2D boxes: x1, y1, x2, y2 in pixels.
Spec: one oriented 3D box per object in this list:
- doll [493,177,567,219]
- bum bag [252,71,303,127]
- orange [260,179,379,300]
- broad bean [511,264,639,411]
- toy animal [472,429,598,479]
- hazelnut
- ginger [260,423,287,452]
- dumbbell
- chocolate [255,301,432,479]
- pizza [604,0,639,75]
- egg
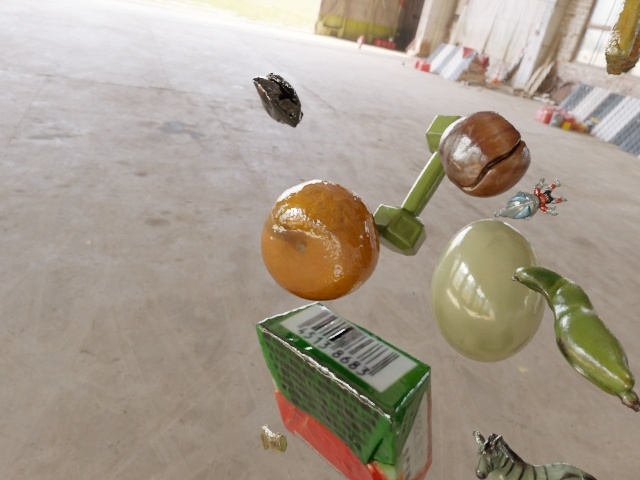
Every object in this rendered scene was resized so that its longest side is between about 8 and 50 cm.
[{"bbox_3d":[0.334,-0.057,0.787,0.114,0.057,0.039,-24,11,32],"label":"doll"},{"bbox_3d":[-0.038,-0.133,0.467,0.058,0.034,0.124,50,7,-10],"label":"bum bag"},{"bbox_3d":[0.000,0.000,0.929,0.240,0.240,0.171,21,29,16],"label":"orange"},{"bbox_3d":[0.295,0.099,0.559,0.070,0.048,0.213,-6,36,-9],"label":"broad bean"},{"bbox_3d":[0.342,0.386,0.773,0.217,0.176,0.073,-2,-1,-4],"label":"toy animal"},{"bbox_3d":[0.277,-0.146,0.840,0.143,0.143,0.154,-13,66,-40],"label":"hazelnut"},{"bbox_3d":[-0.131,0.562,1.370,0.044,0.057,0.137,-15,9,-35],"label":"ginger"},{"bbox_3d":[0.218,-0.115,1.000,0.121,0.302,0.108,33,-6,-5],"label":"dumbbell"},{"bbox_3d":[0.057,0.329,0.997,0.161,0.341,0.360,-33,40,-32],"label":"chocolate"},{"bbox_3d":[0.614,-0.410,0.962,0.058,0.197,0.292,19,53,29],"label":"pizza"},{"bbox_3d":[0.280,0.084,0.825,0.186,0.242,0.186,1,8,0],"label":"egg"}]
